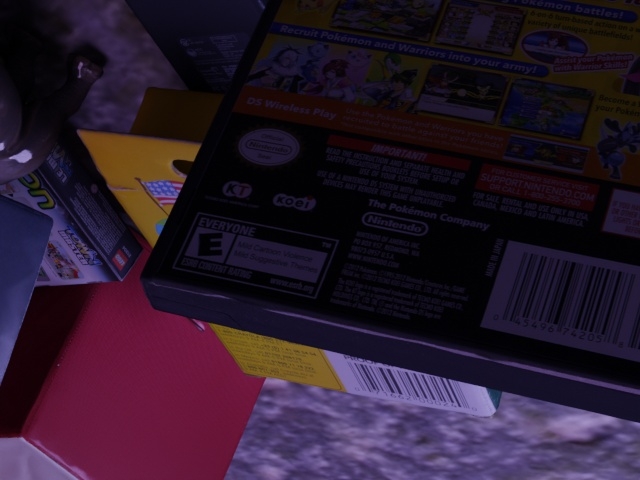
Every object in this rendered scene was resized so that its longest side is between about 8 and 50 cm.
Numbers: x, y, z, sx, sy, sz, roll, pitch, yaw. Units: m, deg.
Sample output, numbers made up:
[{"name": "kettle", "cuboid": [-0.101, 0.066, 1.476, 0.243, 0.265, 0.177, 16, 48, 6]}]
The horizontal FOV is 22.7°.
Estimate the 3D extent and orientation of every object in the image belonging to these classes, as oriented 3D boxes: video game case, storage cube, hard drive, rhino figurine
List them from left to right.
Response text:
[{"name": "rhino figurine", "cuboid": [-0.240, -0.111, 0.962, 0.073, 0.106, 0.243, 19, 171, 38]}, {"name": "storage cube", "cuboid": [-0.185, 0.129, 1.268, 0.184, 0.193, 0.215, -11, 135, 42]}, {"name": "hard drive", "cuboid": [-0.061, -0.129, 0.956, 0.094, 0.022, 0.135, 0, 143, 33]}, {"name": "video game case", "cuboid": [0.085, -0.047, 0.770, 0.275, 0.248, 0.035, 12, 149, 17]}]

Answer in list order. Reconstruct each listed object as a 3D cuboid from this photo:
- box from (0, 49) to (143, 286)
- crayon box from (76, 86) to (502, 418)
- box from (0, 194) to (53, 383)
[{"name": "box", "cuboid": [-0.226, -0.052, 1.138, 0.114, 0.036, 0.207, -4, 131, 37]}, {"name": "crayon box", "cuboid": [0.000, 0.000, 1.031, 0.202, 0.081, 0.318, 8, 153, 22]}, {"name": "box", "cuboid": [-0.427, 0.021, 1.070, 0.293, 0.212, 0.395, 27, 167, -40]}]
